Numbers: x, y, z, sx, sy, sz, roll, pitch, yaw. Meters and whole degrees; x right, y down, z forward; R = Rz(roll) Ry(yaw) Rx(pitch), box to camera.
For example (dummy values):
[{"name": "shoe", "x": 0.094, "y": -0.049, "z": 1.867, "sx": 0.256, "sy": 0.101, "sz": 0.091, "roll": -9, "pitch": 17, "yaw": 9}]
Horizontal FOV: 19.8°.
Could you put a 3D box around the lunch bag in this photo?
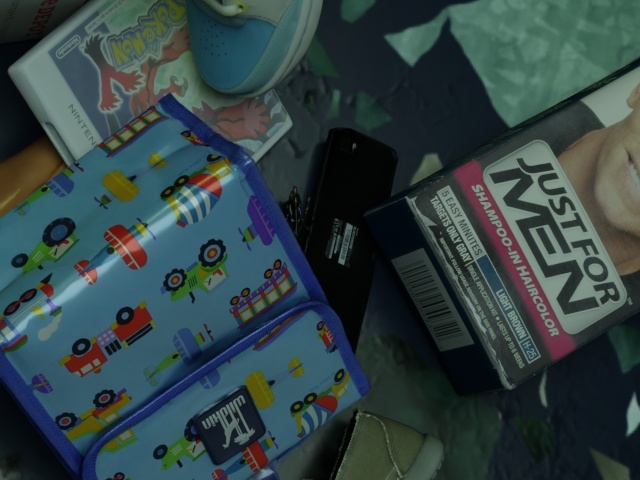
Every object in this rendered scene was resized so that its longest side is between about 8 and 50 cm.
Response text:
[{"name": "lunch bag", "x": -0.106, "y": 0.083, "z": 1.327, "sx": 0.221, "sy": 0.138, "sz": 0.293, "roll": -38, "pitch": 128, "yaw": -11}]

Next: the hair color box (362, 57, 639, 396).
[{"name": "hair color box", "x": 0.229, "y": -0.032, "z": 1.486, "sx": 0.347, "sy": 0.105, "sz": 0.174, "roll": -30, "pitch": 93, "yaw": -20}]

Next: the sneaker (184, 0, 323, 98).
[{"name": "sneaker", "x": -0.095, "y": -0.213, "z": 1.263, "sx": 0.127, "sy": 0.319, "sz": 0.208, "roll": 28, "pitch": 41, "yaw": 27}]

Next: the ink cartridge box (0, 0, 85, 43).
[{"name": "ink cartridge box", "x": -0.324, "y": -0.213, "z": 1.316, "sx": 0.306, "sy": 0.226, "sz": 0.131, "roll": -9, "pitch": 83, "yaw": -17}]

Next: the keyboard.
[{"name": "keyboard", "x": 0.000, "y": 0.000, "z": 1.467, "sx": 0.100, "sy": 0.038, "sz": 0.192, "roll": 25, "pitch": 69, "yaw": -33}]

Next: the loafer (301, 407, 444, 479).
[{"name": "loafer", "x": -0.007, "y": 0.228, "z": 1.380, "sx": 0.087, "sy": 0.094, "sz": 0.251, "roll": 39, "pitch": 61, "yaw": 2}]

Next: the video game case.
[{"name": "video game case", "x": -0.122, "y": -0.107, "z": 1.389, "sx": 0.201, "sy": 0.023, "sz": 0.183, "roll": -48, "pitch": 118, "yaw": -38}]

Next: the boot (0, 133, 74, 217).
[{"name": "boot", "x": -0.328, "y": -0.045, "z": 1.353, "sx": 0.283, "sy": 0.109, "sz": 0.220, "roll": -42, "pitch": 87, "yaw": -13}]
